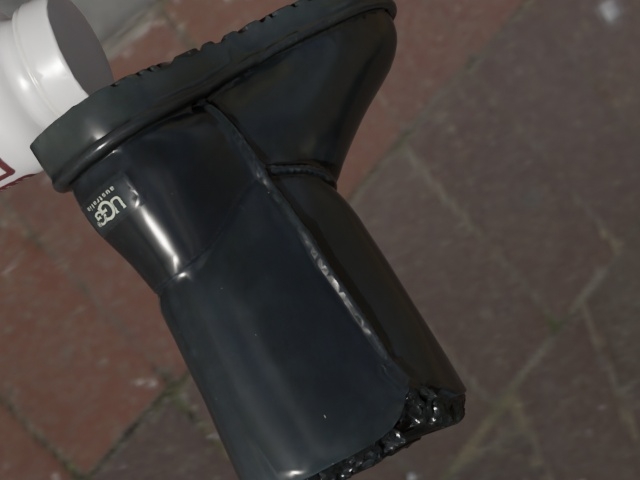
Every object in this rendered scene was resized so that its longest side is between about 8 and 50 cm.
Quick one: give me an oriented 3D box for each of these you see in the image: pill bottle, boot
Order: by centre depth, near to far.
[{"bbox_3d":[0.000,0.000,0.924,0.246,0.094,0.207,-32,89,-51],"label":"boot"},{"bbox_3d":[-0.178,-0.059,0.950,0.086,0.152,0.086,58,16,-27],"label":"pill bottle"}]
